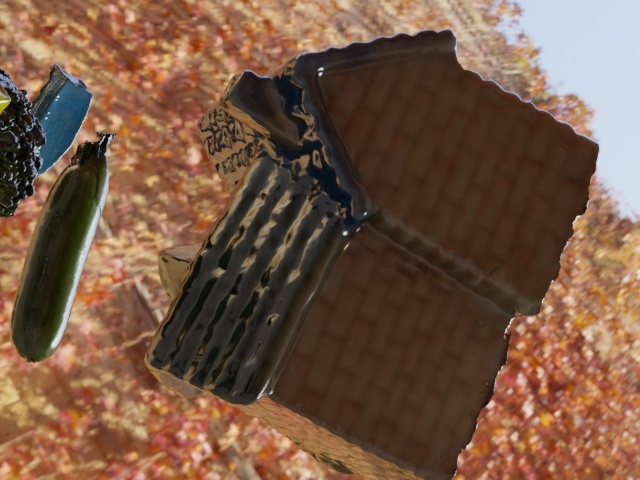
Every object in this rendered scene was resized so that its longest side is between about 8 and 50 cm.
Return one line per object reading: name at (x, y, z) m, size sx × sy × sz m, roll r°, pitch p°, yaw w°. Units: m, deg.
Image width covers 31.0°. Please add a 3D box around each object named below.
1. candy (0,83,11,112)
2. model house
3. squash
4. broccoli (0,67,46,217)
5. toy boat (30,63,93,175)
candy at (-0.349, -0.071, 0.746) m, size 0.146 × 0.276 × 0.088 m, roll -42°, pitch -99°, yaw 24°
model house at (0.000, 0.000, 1.308) m, size 0.395 × 0.400 × 0.445 m, roll -4°, pitch -120°, yaw 64°
squash at (-0.351, 0.005, 1.571) m, size 0.087 × 0.087 × 0.331 m, roll 16°, pitch -92°, yaw 27°
broccoli at (-0.450, -0.080, 1.249) m, size 0.304 × 0.165 × 0.145 m, roll -18°, pitch -63°, yaw -6°
toy boat at (-0.402, -0.161, 1.661) m, size 0.077 × 0.075 × 0.185 m, roll 28°, pitch -90°, yaw 42°
